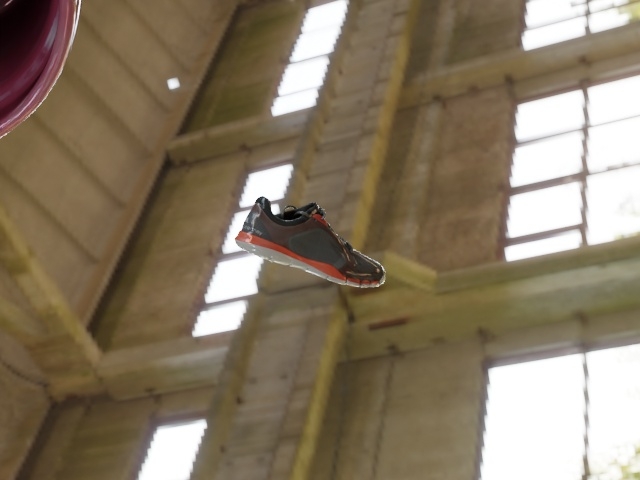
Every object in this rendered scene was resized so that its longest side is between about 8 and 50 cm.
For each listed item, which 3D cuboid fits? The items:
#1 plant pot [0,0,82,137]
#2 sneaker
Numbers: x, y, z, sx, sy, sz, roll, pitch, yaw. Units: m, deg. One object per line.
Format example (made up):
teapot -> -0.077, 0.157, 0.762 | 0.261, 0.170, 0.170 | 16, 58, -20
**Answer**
plant pot -> -0.236, -0.167, 0.741 | 0.180, 0.201, 0.201 | -100, -11, -67
sneaker -> 0.000, 0.000, 1.152 | 0.157, 0.061, 0.065 | 18, -90, -30
